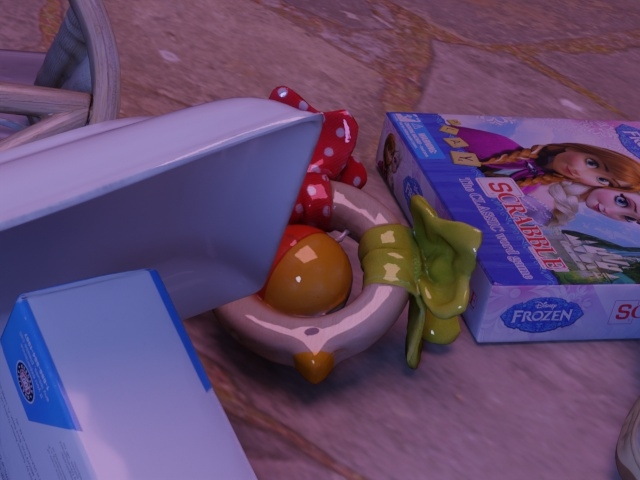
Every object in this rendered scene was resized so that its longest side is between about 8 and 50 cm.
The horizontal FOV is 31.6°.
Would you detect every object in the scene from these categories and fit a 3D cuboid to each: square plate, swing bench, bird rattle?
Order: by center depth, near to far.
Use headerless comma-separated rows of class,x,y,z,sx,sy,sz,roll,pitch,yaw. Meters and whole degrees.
square plate,-0.184,0.028,0.604,0.347,0.344,0.049,-19,78,-12
swing bench,-0.267,-0.039,0.746,0.255,0.165,0.253,-13,-5,-22
bird rattle,0.000,0.000,0.894,0.253,0.143,0.207,40,63,16

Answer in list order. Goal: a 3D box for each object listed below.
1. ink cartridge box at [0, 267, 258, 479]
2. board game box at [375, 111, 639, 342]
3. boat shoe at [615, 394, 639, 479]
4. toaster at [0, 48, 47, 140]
ink cartridge box,-0.123,0.125,0.601,0.082,0.190,0.139,-14,65,-34
board game box,0.250,-0.023,1.108,0.318,0.065,0.318,0,33,-17
boat shoe,0.309,0.085,0.876,0.105,0.089,0.285,27,46,3
toaster,-0.281,-0.098,1.014,0.147,0.129,0.227,8,34,1
